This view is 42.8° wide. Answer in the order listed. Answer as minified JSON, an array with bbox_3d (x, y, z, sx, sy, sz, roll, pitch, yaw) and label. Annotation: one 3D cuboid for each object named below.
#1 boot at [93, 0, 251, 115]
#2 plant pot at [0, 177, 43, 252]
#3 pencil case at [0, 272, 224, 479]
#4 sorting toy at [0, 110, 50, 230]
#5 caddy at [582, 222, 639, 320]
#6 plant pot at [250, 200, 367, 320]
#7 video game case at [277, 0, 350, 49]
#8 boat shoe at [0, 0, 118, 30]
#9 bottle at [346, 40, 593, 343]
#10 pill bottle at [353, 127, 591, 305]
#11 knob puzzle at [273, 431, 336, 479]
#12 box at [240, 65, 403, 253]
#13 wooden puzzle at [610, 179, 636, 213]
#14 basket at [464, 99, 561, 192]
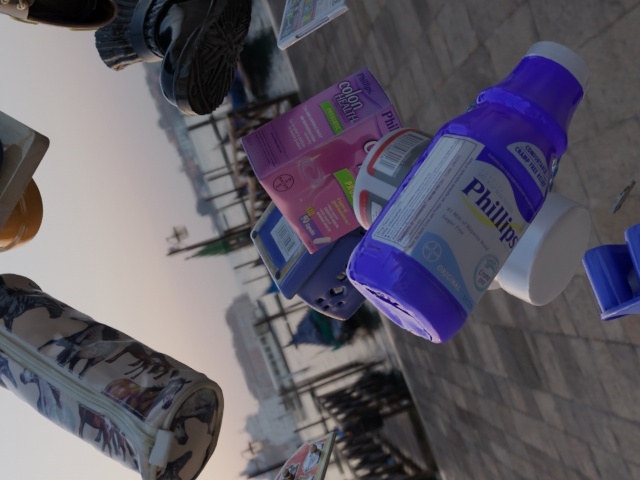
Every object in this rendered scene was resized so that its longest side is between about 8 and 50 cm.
[{"bbox_3d":[-0.276,-0.330,1.395,0.348,0.260,0.131,-76,-19,-46],"label":"boot"},{"bbox_3d":[-0.724,-0.060,1.712,0.188,0.205,0.205,-39,-69,-68],"label":"plant pot"},{"bbox_3d":[-0.314,0.186,1.097,0.410,0.160,0.183,23,-173,26],"label":"pencil case"},{"bbox_3d":[-0.468,-0.061,0.907,0.257,0.255,0.089,27,176,31],"label":"sorting toy"},{"bbox_3d":[0.653,0.059,1.517,0.241,0.341,0.179,-42,63,53],"label":"caddy"},{"bbox_3d":[0.000,0.000,1.721,0.212,0.236,0.236,14,-146,-42],"label":"plant pot"},{"bbox_3d":[-0.006,-0.513,1.738,0.023,0.183,0.201,41,-139,-35],"label":"video game case"},{"bbox_3d":[-0.433,-0.372,1.179,0.096,0.117,0.324,24,-168,27],"label":"boat shoe"},{"bbox_3d":[0.142,-0.050,0.726,0.118,0.283,0.092,45,166,-34],"label":"bottle"},{"bbox_3d":[0.194,-0.033,1.074,0.283,0.161,0.161,29,147,38],"label":"pill bottle"},{"bbox_3d":[-0.056,0.493,1.706,0.030,0.213,0.213,39,-177,-17],"label":"knob puzzle"},{"bbox_3d":[0.029,-0.129,1.373,0.213,0.243,0.117,57,-175,-47],"label":"box"},{"bbox_3d":[0.538,-0.078,1.455,0.006,0.049,0.083,38,136,22],"label":"wooden puzzle"},{"bbox_3d":[0.351,-0.167,1.541,0.201,0.289,0.255,23,136,20],"label":"basket"}]
